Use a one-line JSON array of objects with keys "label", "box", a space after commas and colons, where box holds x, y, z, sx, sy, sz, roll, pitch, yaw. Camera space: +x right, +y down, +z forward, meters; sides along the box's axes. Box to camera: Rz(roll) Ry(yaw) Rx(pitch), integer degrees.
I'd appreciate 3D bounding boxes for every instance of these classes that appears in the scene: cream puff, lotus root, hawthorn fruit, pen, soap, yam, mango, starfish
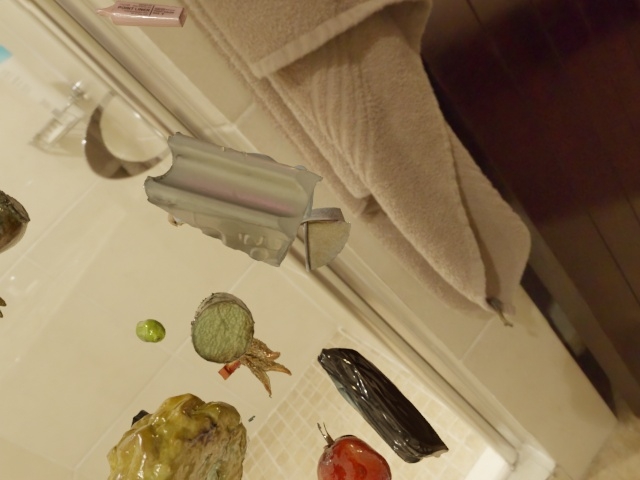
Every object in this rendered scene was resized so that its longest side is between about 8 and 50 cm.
[{"label": "cream puff", "box": [-0.324, 0.468, 0.983, 0.257, 0.324, 0.290, 6, 68, 29]}, {"label": "lotus root", "box": [-0.981, -0.012, 1.350, 0.260, 0.149, 0.267, -32, -7, -27]}, {"label": "hawthorn fruit", "box": [0.076, 0.656, 1.332, 0.211, 0.211, 0.299, -44, 67, 2]}, {"label": "pen", "box": [-0.373, -0.463, 0.949, 0.198, 0.032, 0.053, 7, 67, 9]}, {"label": "soap", "box": [-0.179, -0.070, 0.960, 0.258, 0.303, 0.158, 129, 157, -71]}, {"label": "yam", "box": [-0.261, 0.226, 1.234, 0.168, 0.168, 0.304, -50, 9, -10]}, {"label": "mango", "box": [-0.633, 0.333, 1.725, 0.165, 0.091, 0.074, 6, 12, 45]}, {"label": "starfish", "box": [-0.233, 0.394, 1.549, 0.294, 0.301, 0.084, 30, 45, 20]}]

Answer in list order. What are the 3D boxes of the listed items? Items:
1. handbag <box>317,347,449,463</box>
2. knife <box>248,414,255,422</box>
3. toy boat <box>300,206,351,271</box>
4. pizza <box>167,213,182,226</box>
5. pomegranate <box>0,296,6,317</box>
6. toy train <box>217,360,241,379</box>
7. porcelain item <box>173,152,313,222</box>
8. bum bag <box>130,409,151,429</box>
[{"label": "handbag", "box": [0.128, 0.351, 1.027, 0.332, 0.192, 0.074, 40, 100, 38]}, {"label": "knife", "box": [-0.242, 0.630, 1.636, 0.005, 0.014, 0.091, -59, -11, -5]}, {"label": "toy boat", "box": [0.009, -0.031, 2.158, 0.276, 0.293, 0.111, -22, -9, -9]}, {"label": "pizza", "box": [-0.529, -0.125, 2.056, 0.392, 0.080, 0.435, -12, 0, 28]}, {"label": "pomegranate", "box": [-0.547, 0.058, 0.645, 0.159, 0.205, 0.159, -18, 46, 20]}, {"label": "toy train", "box": [-0.393, 0.568, 2.180, 0.176, 0.074, 0.118, -42, 2, 24]}, {"label": "porcelain item", "box": [-0.225, -0.138, 1.369, 0.179, 0.406, 0.242, 20, 108, 52]}, {"label": "bum bag", "box": [-0.633, 0.761, 1.812, 0.060, 0.248, 0.123, -21, 36, 27]}]
